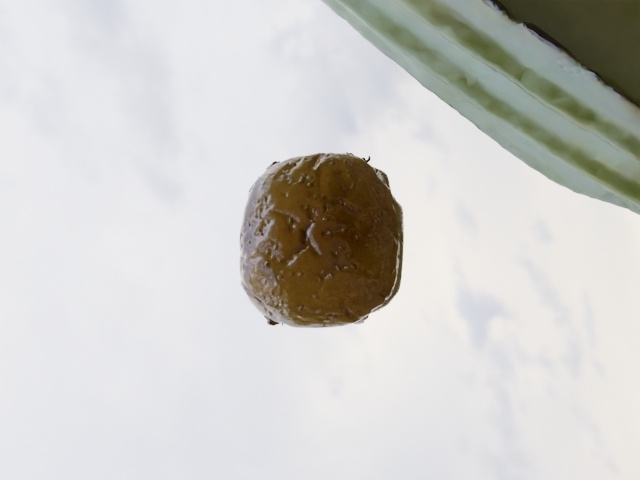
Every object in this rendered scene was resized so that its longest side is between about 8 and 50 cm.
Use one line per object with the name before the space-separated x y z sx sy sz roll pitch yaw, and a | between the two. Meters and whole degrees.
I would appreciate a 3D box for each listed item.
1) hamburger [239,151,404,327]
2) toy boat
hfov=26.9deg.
hamburger | 0.000 0.000 0.607 0.044 0.076 0.083 45 -144 -72
toy boat | 0.080 -0.089 0.448 0.276 0.084 0.111 39 -110 -1
